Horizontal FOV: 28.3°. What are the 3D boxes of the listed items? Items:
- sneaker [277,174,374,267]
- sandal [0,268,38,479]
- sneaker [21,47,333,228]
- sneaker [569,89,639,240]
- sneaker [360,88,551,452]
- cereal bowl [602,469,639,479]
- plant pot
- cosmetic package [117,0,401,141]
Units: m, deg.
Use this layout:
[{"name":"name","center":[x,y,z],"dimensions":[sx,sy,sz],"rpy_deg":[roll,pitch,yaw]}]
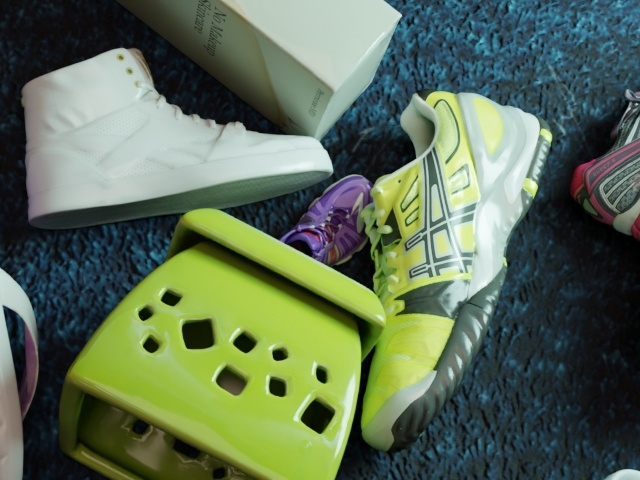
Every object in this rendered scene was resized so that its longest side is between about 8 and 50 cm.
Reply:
[{"name":"sneaker","center":[0.000,0.000,1.224],"dimensions":[0.068,0.071,0.170],"rpy_deg":[41,69,4]},{"name":"sandal","center":[-0.304,0.102,1.113],"dimensions":[0.102,0.169,0.416],"rpy_deg":[8,71,-52]},{"name":"sneaker","center":[-0.141,-0.114,1.218],"dimensions":[0.293,0.108,0.169],"rpy_deg":[-7,76,-11]},{"name":"sneaker","center":[0.370,-0.134,1.315],"dimensions":[0.112,0.121,0.299],"rpy_deg":[27,62,21]},{"name":"sneaker","center":[0.097,0.022,1.204],"dimensions":[0.147,0.145,0.384],"rpy_deg":[23,59,-2]},{"name":"cereal bowl","center":[0.291,0.371,1.054],"dimensions":[0.141,0.339,0.339],"rpy_deg":[-39,80,21]},{"name":"plant pot","center":[-0.078,0.118,1.095],"dimensions":[0.227,0.228,0.207],"rpy_deg":[27,62,0]},{"name":"cosmetic package","center":[-0.086,-0.244,1.245],"dimensions":[0.309,0.160,0.113],"rpy_deg":[39,70,5]}]
